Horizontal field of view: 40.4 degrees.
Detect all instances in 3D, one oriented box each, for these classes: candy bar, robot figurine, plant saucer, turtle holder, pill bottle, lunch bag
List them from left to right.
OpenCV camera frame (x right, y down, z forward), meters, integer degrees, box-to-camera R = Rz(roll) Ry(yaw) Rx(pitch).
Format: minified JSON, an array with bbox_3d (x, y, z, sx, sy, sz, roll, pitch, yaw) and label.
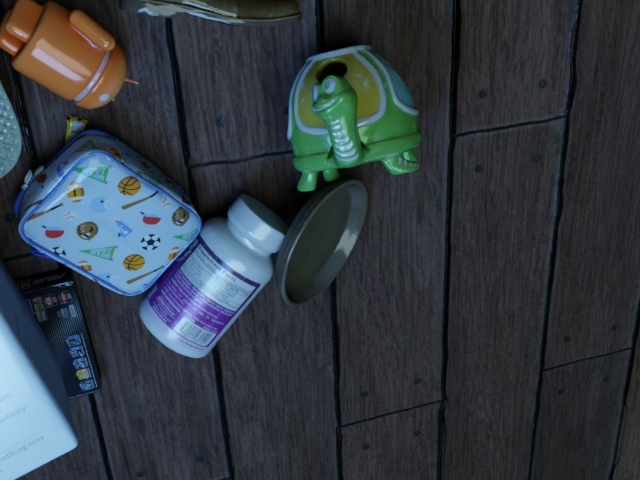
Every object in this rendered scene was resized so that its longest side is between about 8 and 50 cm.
[{"bbox_3d":[-0.403,-0.296,1.397,0.219,0.128,0.158,31,104,-31],"label":"robot figurine"},{"bbox_3d":[-0.438,-0.143,1.539,0.040,0.018,0.161,2,117,-25],"label":"candy bar"},{"bbox_3d":[-0.383,-0.043,1.550,0.243,0.115,0.303,-44,130,10],"label":"lunch bag"},{"bbox_3d":[-0.195,0.063,1.657,0.169,0.169,0.301,33,103,-32],"label":"pill bottle"},{"bbox_3d":[0.000,0.000,1.686,0.278,0.041,0.278,-46,154,-30],"label":"plant saucer"},{"bbox_3d":[0.035,-0.214,1.514,0.320,0.243,0.227,-20,102,-51],"label":"turtle holder"}]

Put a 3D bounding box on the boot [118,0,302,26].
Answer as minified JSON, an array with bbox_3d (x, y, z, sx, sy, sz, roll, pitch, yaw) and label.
[{"bbox_3d":[-0.171,-0.417,1.434,0.305,0.112,0.115,3,107,-19],"label":"boot"}]

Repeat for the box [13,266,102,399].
[{"bbox_3d":[-0.554,0.198,1.668,0.216,0.060,0.270,-13,122,-13],"label":"box"}]

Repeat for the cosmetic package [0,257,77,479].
[{"bbox_3d":[-0.635,0.183,1.389,0.329,0.327,0.393,-26,118,-12],"label":"cosmetic package"}]

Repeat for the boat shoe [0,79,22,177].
[{"bbox_3d":[-0.572,-0.310,1.275,0.187,0.156,0.500,-36,143,-33],"label":"boat shoe"}]
